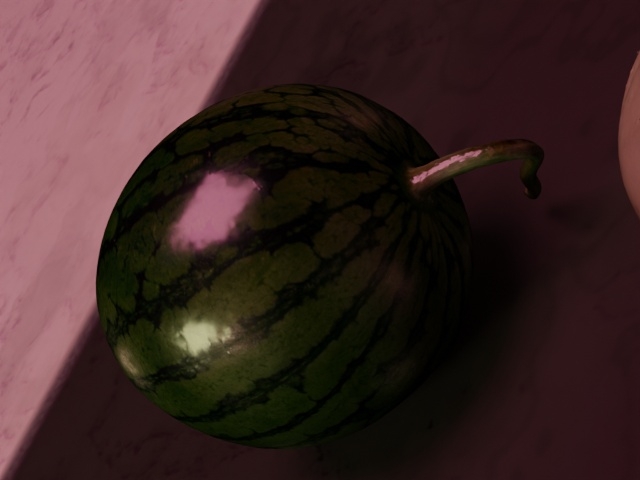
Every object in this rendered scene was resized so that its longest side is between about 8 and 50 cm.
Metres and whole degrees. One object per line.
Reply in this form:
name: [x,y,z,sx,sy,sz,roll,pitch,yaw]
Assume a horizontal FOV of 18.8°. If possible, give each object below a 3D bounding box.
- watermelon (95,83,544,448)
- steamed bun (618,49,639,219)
watermelon: [0.000,0.000,0.741,0.187,0.141,0.140,-34,32,32]
steamed bun: [0.145,-0.045,0.584,0.130,0.091,0.112,-27,35,48]
